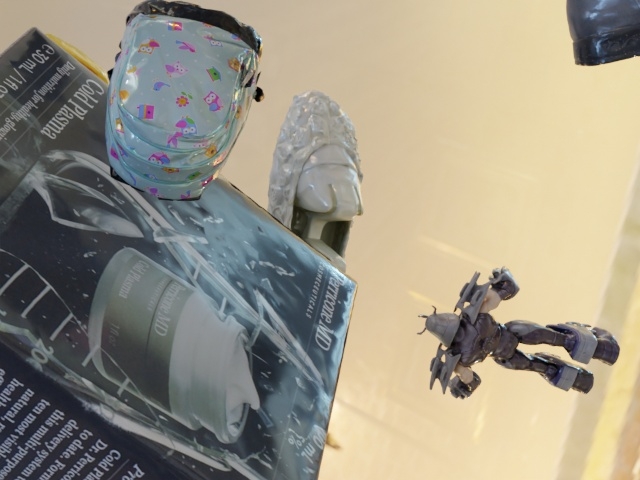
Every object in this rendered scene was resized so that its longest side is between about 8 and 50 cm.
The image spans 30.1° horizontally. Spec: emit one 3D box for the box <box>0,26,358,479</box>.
[{"bbox_3d":[-0.249,0.102,1.180,0.297,0.472,0.480,-44,14,25],"label":"box"}]

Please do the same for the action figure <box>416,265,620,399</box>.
[{"bbox_3d":[0.245,0.135,1.560,0.285,0.099,0.185,16,-67,-25],"label":"action figure"}]

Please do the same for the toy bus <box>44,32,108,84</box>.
[{"bbox_3d":[-0.406,-0.156,1.714,0.220,0.211,0.149,-45,-53,15],"label":"toy bus"}]

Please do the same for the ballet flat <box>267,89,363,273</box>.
[{"bbox_3d":[0.000,0.000,1.618,0.147,0.147,0.409,11,-92,-53],"label":"ballet flat"}]

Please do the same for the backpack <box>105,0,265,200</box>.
[{"bbox_3d":[-0.132,-0.129,1.078,0.115,0.152,0.182,102,179,-56],"label":"backpack"}]

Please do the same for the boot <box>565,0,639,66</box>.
[{"bbox_3d":[0.450,-0.353,1.450,0.118,0.338,0.223,-64,-38,-82],"label":"boot"}]
